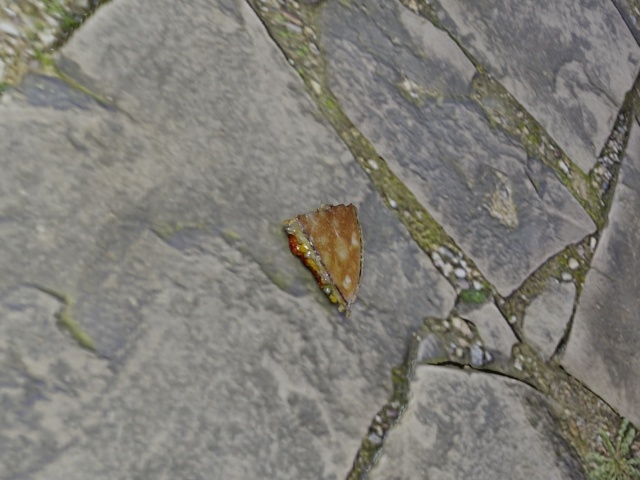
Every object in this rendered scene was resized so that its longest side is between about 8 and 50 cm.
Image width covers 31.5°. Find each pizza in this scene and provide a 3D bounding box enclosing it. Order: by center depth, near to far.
[{"bbox_3d":[0.009,0.002,0.972,0.100,0.029,0.099,57,36,-19],"label":"pizza"}]
